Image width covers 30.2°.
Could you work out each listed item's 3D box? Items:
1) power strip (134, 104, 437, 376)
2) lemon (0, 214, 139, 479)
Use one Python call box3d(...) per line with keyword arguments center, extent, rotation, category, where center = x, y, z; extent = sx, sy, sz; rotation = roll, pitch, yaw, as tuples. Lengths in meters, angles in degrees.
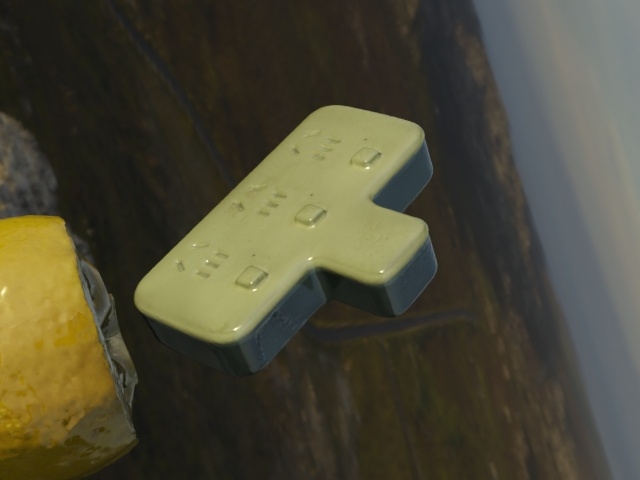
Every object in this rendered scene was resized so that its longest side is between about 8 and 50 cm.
box3d(center=(0.000, -0.001, 0.937), extent=(0.265, 0.193, 0.059), rotation=(-47, 136, -28), category="power strip")
box3d(center=(-0.411, 0.155, 1.469), extent=(0.364, 0.364, 0.364), rotation=(-18, 90, -78), category="lemon")
